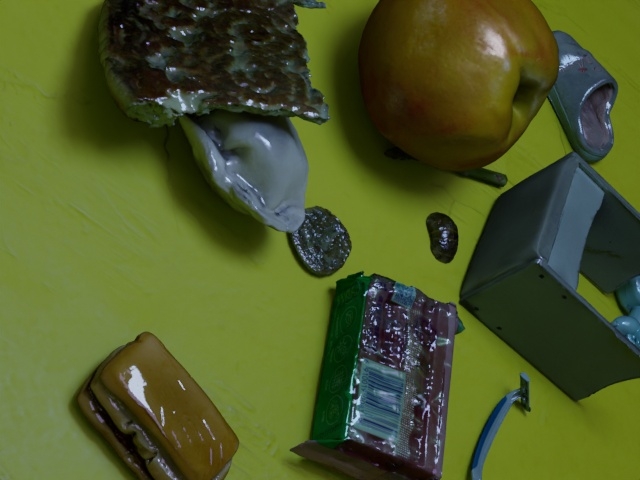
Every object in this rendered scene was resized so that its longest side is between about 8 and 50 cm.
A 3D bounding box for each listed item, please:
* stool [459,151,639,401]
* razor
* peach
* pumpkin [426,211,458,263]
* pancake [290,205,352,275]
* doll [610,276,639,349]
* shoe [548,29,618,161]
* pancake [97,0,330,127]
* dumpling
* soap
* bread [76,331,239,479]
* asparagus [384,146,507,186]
[{"bbox_3d":[0.383,0.054,1.849,0.269,0.170,0.244,41,49,-15],"label":"stool"},{"bbox_3d":[0.247,0.271,1.717,0.191,0.037,0.068,-51,144,-39],"label":"razor"},{"bbox_3d":[0.181,-0.255,1.783,0.308,0.289,0.289,34,37,30],"label":"peach"},{"bbox_3d":[0.188,-0.008,1.822,0.050,0.028,0.083,9,66,-38],"label":"pumpkin"},{"bbox_3d":[0.001,0.000,1.673,0.108,0.017,0.108,20,58,-34],"label":"pancake"},{"bbox_3d":[0.528,0.134,2.001,0.159,0.059,0.159,23,54,-30],"label":"doll"},{"bbox_3d":[0.461,-0.264,2.131,0.103,0.100,0.251,-7,75,-40],"label":"shoe"},{"bbox_3d":[-0.139,-0.267,1.609,0.304,0.067,0.427,12,38,-12],"label":"pancake"},{"bbox_3d":[-0.098,-0.116,1.573,0.162,0.132,0.250,-10,69,-39],"label":"dumpling"},{"bbox_3d":[0.082,0.181,1.587,0.217,0.098,0.273,27,52,-26],"label":"soap"},{"bbox_3d":[-0.177,0.208,1.384,0.200,0.077,0.116,52,38,-5],"label":"bread"},{"bbox_3d":[0.197,-0.117,1.890,0.248,0.025,0.024,12,103,-35],"label":"asparagus"}]
